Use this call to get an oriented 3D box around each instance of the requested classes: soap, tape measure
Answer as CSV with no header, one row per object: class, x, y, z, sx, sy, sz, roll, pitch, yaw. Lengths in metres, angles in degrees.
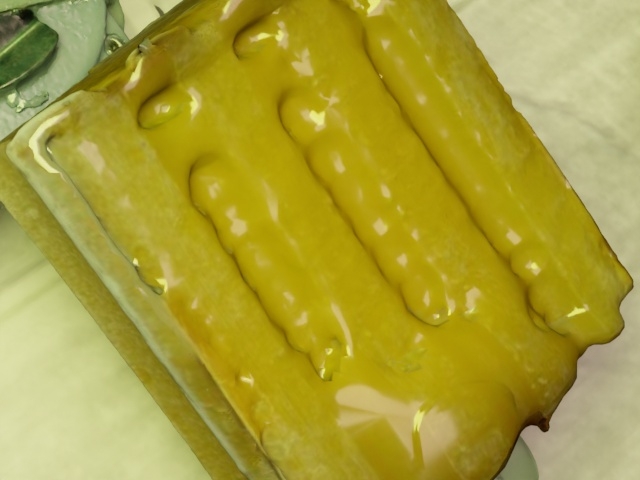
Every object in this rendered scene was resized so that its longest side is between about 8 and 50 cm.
soap,0.000,0.000,0.802,0.259,0.143,0.281,-42,106,-34
tape measure,-0.203,-0.115,0.832,0.181,0.107,0.182,43,67,-9

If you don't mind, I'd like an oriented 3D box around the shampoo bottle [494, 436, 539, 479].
shampoo bottle,0.033,0.167,0.851,0.195,0.056,0.056,-32,86,-24
